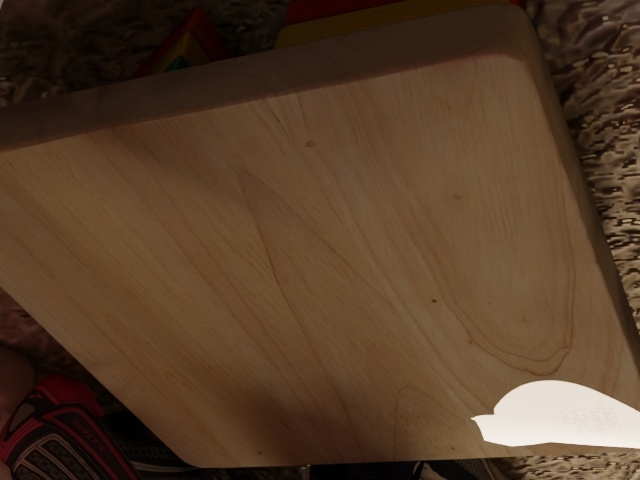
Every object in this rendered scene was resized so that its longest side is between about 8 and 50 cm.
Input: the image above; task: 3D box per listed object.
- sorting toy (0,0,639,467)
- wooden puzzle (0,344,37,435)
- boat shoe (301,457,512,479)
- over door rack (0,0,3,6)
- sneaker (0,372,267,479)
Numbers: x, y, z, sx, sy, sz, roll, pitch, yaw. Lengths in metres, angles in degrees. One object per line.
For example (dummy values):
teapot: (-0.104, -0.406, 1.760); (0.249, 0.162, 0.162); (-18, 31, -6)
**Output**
sorting toy: (0.000, 0.000, 0.492); (0.255, 0.089, 0.257); (-7, 140, 24)
wooden puzzle: (-0.330, 0.134, 0.722); (0.220, 0.044, 0.239); (24, 110, -17)
boat shoe: (0.064, 0.210, 0.696); (0.127, 0.158, 0.341); (-6, 140, 22)
over door rack: (-0.176, -0.187, 0.191); (0.324, 0.108, 0.240); (21, 121, -22)
sneaker: (-0.082, 0.181, 0.746); (0.299, 0.112, 0.120); (28, 167, -41)
